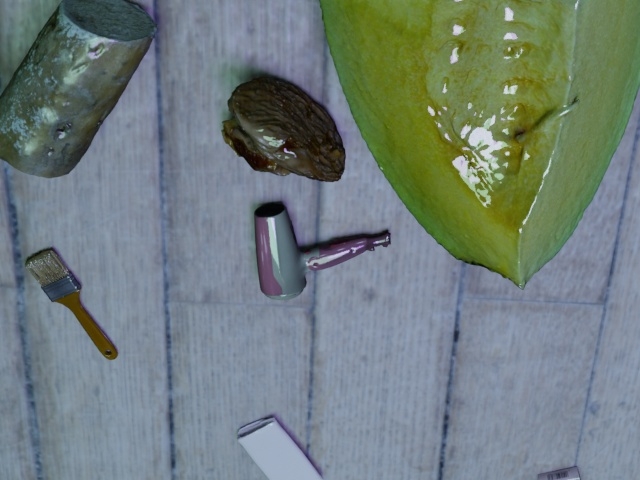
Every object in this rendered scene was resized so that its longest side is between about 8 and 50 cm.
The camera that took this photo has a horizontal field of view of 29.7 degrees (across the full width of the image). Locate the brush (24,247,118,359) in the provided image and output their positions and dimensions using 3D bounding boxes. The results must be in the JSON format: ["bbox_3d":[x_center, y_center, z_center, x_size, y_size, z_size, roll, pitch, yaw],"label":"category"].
[{"bbox_3d":[-0.291,0.081,1.443,0.043,0.014,0.170,-23,119,15],"label":"brush"}]

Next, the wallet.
[{"bbox_3d":[-0.051,0.279,1.544,0.061,0.025,0.122,-26,116,19],"label":"wallet"}]

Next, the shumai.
[{"bbox_3d":[-0.038,-0.100,1.264,0.139,0.123,0.105,7,133,-18],"label":"shumai"}]

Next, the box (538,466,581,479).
[{"bbox_3d":[0.316,0.335,1.563,0.054,0.024,0.083,-15,119,10],"label":"box"}]

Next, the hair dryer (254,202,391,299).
[{"bbox_3d":[0.003,0.006,1.371,0.154,0.054,0.106,-6,117,-5],"label":"hair dryer"}]

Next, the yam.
[{"bbox_3d":[-0.255,-0.164,1.237,0.107,0.107,0.194,31,117,-16],"label":"yam"}]

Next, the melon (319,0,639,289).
[{"bbox_3d":[0.169,-0.135,1.182,0.331,0.226,0.344,-7,135,-7],"label":"melon"}]
